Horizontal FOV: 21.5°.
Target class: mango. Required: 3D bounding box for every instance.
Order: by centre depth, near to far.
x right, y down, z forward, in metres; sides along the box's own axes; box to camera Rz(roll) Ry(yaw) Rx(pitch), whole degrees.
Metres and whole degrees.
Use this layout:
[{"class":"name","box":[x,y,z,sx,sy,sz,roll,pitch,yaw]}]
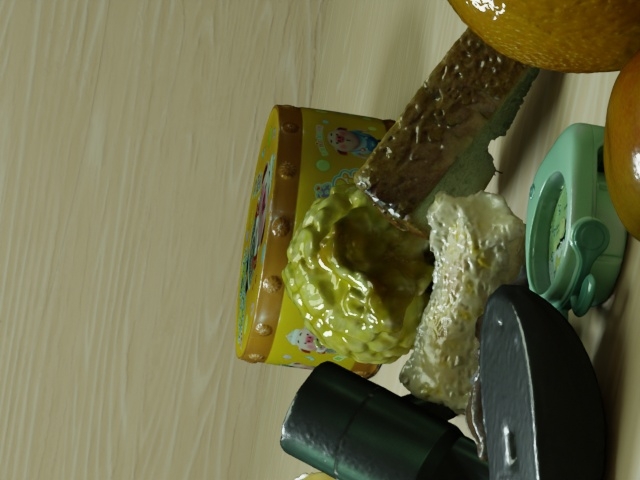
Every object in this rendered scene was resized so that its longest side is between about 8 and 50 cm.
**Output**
[{"class":"mango","box":[0.267,-0.072,1.236,0.221,0.120,0.152,98,170,-79]}]

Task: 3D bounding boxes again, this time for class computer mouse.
[{"class":"computer mouse","box":[0.206,0.172,1.513,0.137,0.086,0.270,169,97,-74]}]

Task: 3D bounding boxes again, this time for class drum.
[{"class":"drum","box":[0.000,0.000,2.641,0.431,0.214,0.431,-172,90,-82]}]

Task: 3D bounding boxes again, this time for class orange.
[{"class":"orange","box":[0.213,-0.259,1.304,0.274,0.274,0.274,-171,90,-82]}]

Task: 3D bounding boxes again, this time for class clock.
[{"class":"clock","box":[0.237,-0.002,1.568,0.148,0.060,0.189,118,159,-64]}]

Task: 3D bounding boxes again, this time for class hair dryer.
[{"class":"hair dryer","box":[0.127,0.223,1.902,0.302,0.244,0.116,-13,-54,-64]}]

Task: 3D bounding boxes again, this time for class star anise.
[{"class":"star anise","box":[0.186,0.134,1.686,0.212,0.073,0.197,-77,-1,-71]}]

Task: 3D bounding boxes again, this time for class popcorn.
[{"class":"popcorn","box":[0.067,0.045,2.227,0.237,0.206,0.251,-67,21,0]}]

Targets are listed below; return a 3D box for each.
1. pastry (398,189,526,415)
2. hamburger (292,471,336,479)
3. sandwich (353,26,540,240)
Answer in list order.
[{"class":"pastry","box":[0.158,0.067,1.827,0.089,0.121,0.258,-28,-53,-70]},{"class":"hamburger","box":[0.025,0.437,2.067,0.261,0.186,0.302,-61,21,-12]},{"class":"sandwich","box":[0.162,-0.135,1.902,0.288,0.099,0.254,-53,-15,5]}]
